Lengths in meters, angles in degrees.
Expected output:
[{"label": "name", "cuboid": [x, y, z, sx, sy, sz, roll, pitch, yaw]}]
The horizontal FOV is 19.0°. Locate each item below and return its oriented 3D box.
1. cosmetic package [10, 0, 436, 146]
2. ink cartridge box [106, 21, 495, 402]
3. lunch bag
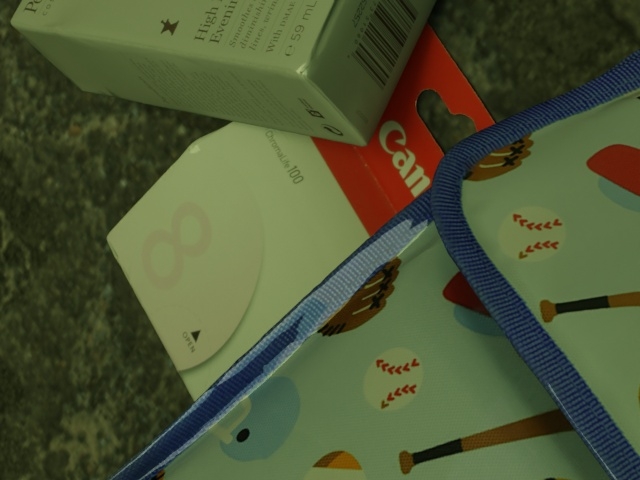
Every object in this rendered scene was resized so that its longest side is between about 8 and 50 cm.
[{"label": "cosmetic package", "cuboid": [-0.056, -0.136, 1.086, 0.231, 0.085, 0.117, 13, 70, 37]}, {"label": "ink cartridge box", "cuboid": [0.000, 0.000, 1.072, 0.232, 0.066, 0.189, -47, 60, 30]}, {"label": "lunch bag", "cuboid": [0.134, 0.132, 0.849, 0.385, 0.239, 0.328, -40, 61, 9]}]
